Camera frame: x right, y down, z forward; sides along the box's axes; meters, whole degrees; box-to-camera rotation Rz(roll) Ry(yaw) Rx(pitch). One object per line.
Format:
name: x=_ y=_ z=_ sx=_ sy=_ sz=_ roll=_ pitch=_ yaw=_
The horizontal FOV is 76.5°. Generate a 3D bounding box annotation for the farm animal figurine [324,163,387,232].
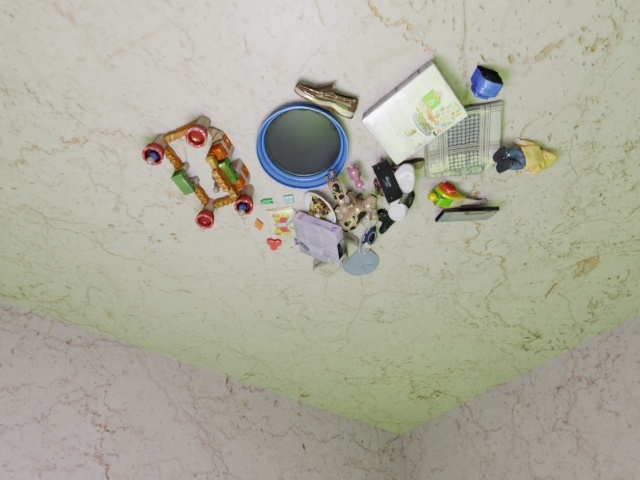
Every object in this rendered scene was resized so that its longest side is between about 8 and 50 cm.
farm animal figurine: x=0.159 y=-0.163 z=1.802 sx=0.330 sy=0.172 sz=0.326 roll=-1 pitch=137 yaw=-23

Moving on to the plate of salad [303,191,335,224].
plate of salad: x=-0.012 y=-0.138 z=1.903 sx=0.200 sy=0.048 sz=0.200 roll=36 pitch=152 yaw=22

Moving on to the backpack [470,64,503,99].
backpack: x=0.620 y=-0.578 z=1.512 sx=0.098 sy=0.120 sz=0.101 roll=7 pitch=132 yaw=-7

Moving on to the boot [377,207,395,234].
boot: x=0.304 y=-0.095 z=2.004 sx=0.099 sy=0.045 sz=0.121 roll=29 pitch=119 yaw=-25

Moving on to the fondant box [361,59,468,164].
fondant box: x=0.362 y=-0.492 z=1.586 sx=0.330 sy=0.096 sz=0.238 roll=-33 pitch=113 yaw=28

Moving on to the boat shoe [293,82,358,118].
boat shoe: x=0.028 y=-0.564 z=1.568 sx=0.257 sy=0.095 sz=0.095 roll=17 pitch=117 yaw=-21

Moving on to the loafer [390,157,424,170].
loafer: x=0.384 y=-0.324 z=1.788 sx=0.148 sy=0.056 sz=0.050 roll=-8 pitch=125 yaw=9

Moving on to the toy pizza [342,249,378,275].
toy pizza: x=0.213 y=0.115 z=2.205 sx=0.201 sy=0.032 sz=0.201 roll=0 pitch=131 yaw=0

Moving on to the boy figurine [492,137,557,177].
boy figurine: x=0.865 y=-0.348 z=1.703 sx=0.285 sy=0.177 sz=0.092 roll=-7 pitch=163 yaw=-23

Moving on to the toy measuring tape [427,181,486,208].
toy measuring tape: x=0.620 y=-0.209 z=1.882 sx=0.330 sy=0.121 sz=0.121 roll=-2 pitch=136 yaw=-28

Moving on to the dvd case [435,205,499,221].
dvd case: x=0.688 y=-0.122 z=1.922 sx=0.253 sy=0.022 sz=0.180 roll=-2 pitch=168 yaw=3

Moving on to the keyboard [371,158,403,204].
keyboard: x=0.271 y=-0.242 z=1.727 sx=0.108 sy=0.023 sz=0.180 roll=-27 pitch=100 yaw=-8

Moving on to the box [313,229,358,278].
box: x=0.076 y=0.072 z=2.126 sx=0.113 sy=0.094 sz=0.275 roll=24 pitch=128 yaw=-20

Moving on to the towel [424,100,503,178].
towel: x=0.596 y=-0.405 z=1.712 sx=0.312 sy=0.056 sz=0.324 roll=-8 pitch=132 yaw=8

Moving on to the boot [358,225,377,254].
boot: x=0.238 y=0.010 z=2.054 sx=0.069 sy=0.086 sz=0.190 roll=8 pitch=122 yaw=-5

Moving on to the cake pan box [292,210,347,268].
cake pan box: x=0.000 y=0.000 z=1.965 sx=0.267 sy=0.070 sz=0.245 roll=21 pitch=146 yaw=29

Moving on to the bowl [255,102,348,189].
bowl: x=-0.077 y=-0.395 z=1.721 sx=0.391 sy=0.077 sz=0.391 roll=0 pitch=132 yaw=0

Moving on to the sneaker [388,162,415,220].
sneaker: x=0.372 y=-0.230 z=1.816 sx=0.101 sy=0.153 sz=0.268 roll=17 pitch=122 yaw=17

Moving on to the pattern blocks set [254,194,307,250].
pattern blocks set: x=-0.190 y=-0.086 z=2.035 sx=0.285 sy=0.026 sz=0.325 roll=-13 pitch=130 yaw=12

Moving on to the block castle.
block castle: x=-0.502 y=-0.272 z=1.749 sx=0.303 sy=0.213 sz=0.453 roll=-17 pitch=129 yaw=16
